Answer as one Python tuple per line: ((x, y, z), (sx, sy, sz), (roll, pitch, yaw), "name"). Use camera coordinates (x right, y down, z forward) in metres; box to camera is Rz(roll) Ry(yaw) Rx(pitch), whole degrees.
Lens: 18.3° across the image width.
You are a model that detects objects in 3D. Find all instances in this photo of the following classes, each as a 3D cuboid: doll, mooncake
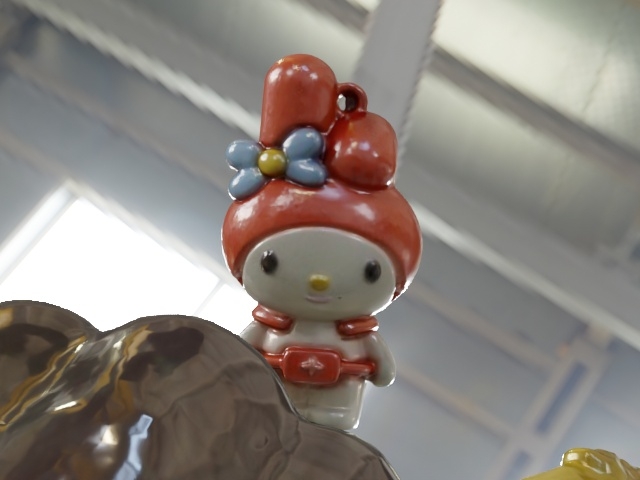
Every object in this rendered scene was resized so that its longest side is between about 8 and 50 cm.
((0.000, 0.000, 1.562), (0.161, 0.290, 0.130), (5, 1, 2), "doll")
((-0.084, 0.163, 0.837), (0.306, 0.154, 0.306), (16, -42, 16), "mooncake")

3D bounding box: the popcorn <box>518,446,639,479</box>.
((0.172, 0.222, 1.224), (0.253, 0.191, 0.190), (-128, -153, -65), "popcorn")
